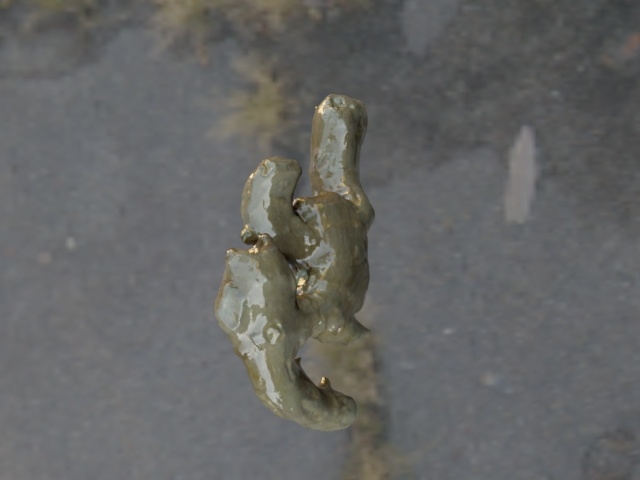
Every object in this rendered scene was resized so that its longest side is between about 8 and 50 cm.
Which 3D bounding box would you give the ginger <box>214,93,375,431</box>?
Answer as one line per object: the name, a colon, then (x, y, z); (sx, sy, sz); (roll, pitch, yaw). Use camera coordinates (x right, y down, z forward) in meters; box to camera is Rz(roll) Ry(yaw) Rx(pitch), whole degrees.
ginger: (-0.008, -0.005, 1.314); (0.065, 0.149, 0.259); (-8, 58, 31)
